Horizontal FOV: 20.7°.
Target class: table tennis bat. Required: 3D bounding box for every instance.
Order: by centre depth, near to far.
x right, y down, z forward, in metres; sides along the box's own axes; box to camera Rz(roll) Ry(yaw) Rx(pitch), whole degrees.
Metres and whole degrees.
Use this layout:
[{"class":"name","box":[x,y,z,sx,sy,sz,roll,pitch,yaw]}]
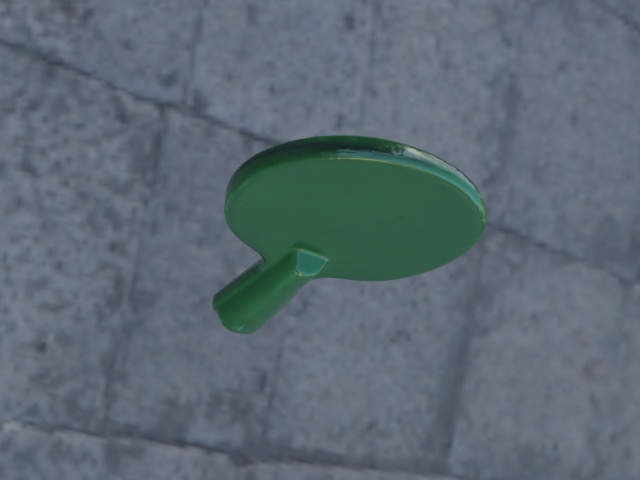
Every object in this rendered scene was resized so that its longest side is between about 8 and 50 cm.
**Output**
[{"class":"table tennis bat","box":[0.000,0.000,1.121,0.160,0.257,0.039,19,58,-22]}]
